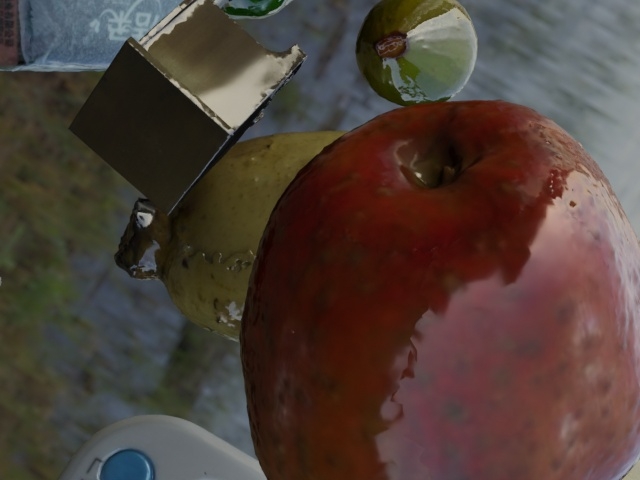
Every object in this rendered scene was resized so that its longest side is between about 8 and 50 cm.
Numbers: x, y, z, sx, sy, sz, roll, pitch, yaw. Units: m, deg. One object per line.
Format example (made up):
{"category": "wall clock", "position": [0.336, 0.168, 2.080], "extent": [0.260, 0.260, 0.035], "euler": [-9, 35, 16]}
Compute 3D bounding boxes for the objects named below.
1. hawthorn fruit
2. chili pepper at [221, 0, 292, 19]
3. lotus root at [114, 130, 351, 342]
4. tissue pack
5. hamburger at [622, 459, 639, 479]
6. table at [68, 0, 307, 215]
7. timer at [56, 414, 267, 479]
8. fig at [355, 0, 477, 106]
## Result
{"category": "hawthorn fruit", "position": [0.054, 0.036, 0.757], "extent": [0.189, 0.189, 0.189], "euler": [-53, 165, -21]}
{"category": "chili pepper", "position": [-0.007, -0.313, 1.215], "extent": [0.167, 0.213, 0.385], "euler": [30, 89, -37]}
{"category": "lotus root", "position": [0.000, 0.000, 1.324], "extent": [0.160, 0.284, 0.146], "euler": [-79, 168, -72]}
{"category": "tissue pack", "position": [-0.213, -0.308, 1.737], "extent": [0.228, 0.103, 0.315], "euler": [-4, 97, -50]}
{"category": "hamburger", "position": [0.090, 0.214, 1.015], "extent": [0.294, 0.179, 0.276], "euler": [-155, -110, -75]}
{"category": "table", "position": [-0.067, -0.078, 0.995], "extent": [0.082, 0.070, 0.083], "euler": [-49, -179, -40]}
{"category": "timer", "position": [-0.119, 0.278, 1.458], "extent": [0.262, 0.237, 0.087], "euler": [-58, 171, -10]}
{"category": "fig", "position": [0.054, -0.114, 1.150], "extent": [0.074, 0.074, 0.088], "euler": [-63, 166, 16]}
